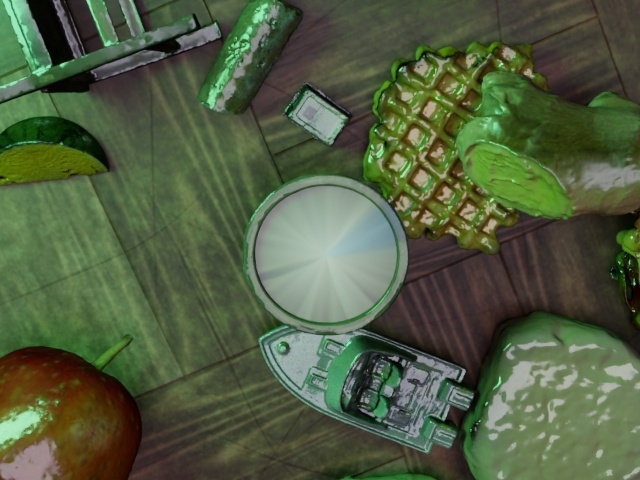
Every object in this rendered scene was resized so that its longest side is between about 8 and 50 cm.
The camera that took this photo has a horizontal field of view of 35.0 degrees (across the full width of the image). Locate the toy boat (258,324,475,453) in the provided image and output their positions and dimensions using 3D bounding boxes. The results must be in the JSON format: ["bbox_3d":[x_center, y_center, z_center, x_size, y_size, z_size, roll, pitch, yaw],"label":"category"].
[{"bbox_3d":[0.059,0.199,1.471,0.319,0.092,0.141,21,98,-6],"label":"toy boat"}]

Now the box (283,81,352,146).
[{"bbox_3d":[-0.002,-0.172,1.408,0.084,0.063,0.060,35,97,-10],"label":"box"}]

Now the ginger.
[{"bbox_3d":[0.320,-0.131,1.332,0.275,0.130,0.221,40,72,18],"label":"ginger"}]

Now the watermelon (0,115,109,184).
[{"bbox_3d":[-0.388,-0.120,1.393,0.181,0.075,0.092,-4,105,-3],"label":"watermelon"}]

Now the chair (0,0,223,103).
[{"bbox_3d":[-0.361,-0.277,1.290,0.416,0.240,0.203,-19,101,5],"label":"chair"}]

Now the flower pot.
[{"bbox_3d":[0.000,0.000,1.372,0.212,0.202,0.212,-1,102,-4],"label":"flower pot"}]

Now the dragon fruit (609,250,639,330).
[{"bbox_3d":[0.481,0.070,1.464,0.175,0.138,0.142,50,54,-2],"label":"dragon fruit"}]

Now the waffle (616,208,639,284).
[{"bbox_3d":[0.587,0.020,1.390,0.379,0.095,0.382,-25,86,-21],"label":"waffle"}]

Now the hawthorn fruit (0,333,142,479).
[{"bbox_3d":[-0.362,0.260,1.385,0.287,0.287,0.330,38,74,-9],"label":"hawthorn fruit"}]

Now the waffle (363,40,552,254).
[{"bbox_3d":[0.205,-0.135,1.430,0.281,0.058,0.301,9,102,-4],"label":"waffle"}]

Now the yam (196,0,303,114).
[{"bbox_3d":[-0.096,-0.253,1.382,0.078,0.078,0.179,29,98,-8],"label":"yam"}]

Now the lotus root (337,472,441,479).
[{"bbox_3d":[0.112,0.529,1.466,0.250,0.250,0.346,2,97,-3],"label":"lotus root"}]

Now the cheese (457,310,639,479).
[{"bbox_3d":[0.349,0.261,1.489,0.318,0.115,0.326,-34,99,4],"label":"cheese"}]
